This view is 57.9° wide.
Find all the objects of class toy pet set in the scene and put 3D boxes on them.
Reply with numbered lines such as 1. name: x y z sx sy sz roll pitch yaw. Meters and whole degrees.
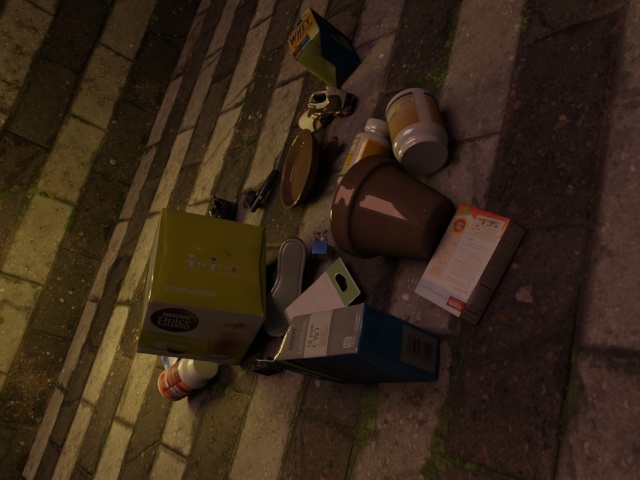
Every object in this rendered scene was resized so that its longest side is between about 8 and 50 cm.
1. toy pet set: 0.000 0.000 1.734 0.122 0.065 0.114 -22 52 46

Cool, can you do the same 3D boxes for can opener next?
1. can opener: -0.213 -0.185 2.151 0.186 0.073 0.059 -53 26 0

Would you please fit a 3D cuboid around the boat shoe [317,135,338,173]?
1. boat shoe: 0.017 -0.282 1.914 0.152 0.056 0.049 -45 11 39

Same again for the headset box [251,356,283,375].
1. headset box: -0.153 0.370 1.701 0.083 0.062 0.032 -27 49 41

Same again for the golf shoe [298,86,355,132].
1. golf shoe: -0.003 -0.461 1.994 0.273 0.120 0.105 -18 57 49

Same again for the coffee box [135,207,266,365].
1. coffee box: -0.372 0.152 1.814 0.334 0.337 0.338 121 153 -48

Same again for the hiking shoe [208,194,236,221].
1. hiking shoe: -0.396 -0.073 2.269 0.086 0.114 0.227 -39 41 33

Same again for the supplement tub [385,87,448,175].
1. supplement tub: 0.252 -0.283 1.509 0.144 0.144 0.200 -37 42 34

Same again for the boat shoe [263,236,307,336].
1. boat shoe: -0.097 0.141 1.754 0.091 0.114 0.303 -22 -50 -84

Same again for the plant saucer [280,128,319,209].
1. plant saucer: -0.068 -0.236 1.945 0.278 0.041 0.278 -167 90 -69

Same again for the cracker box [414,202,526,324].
1. cracker box: 0.324 0.048 1.267 0.232 0.067 0.155 -62 33 2

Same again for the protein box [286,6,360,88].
1. protein box: 0.008 -0.680 2.046 0.136 0.199 0.201 -45 38 25

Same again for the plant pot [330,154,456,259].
1. plant pot: 0.192 -0.056 1.391 0.229 0.263 0.263 22 86 37

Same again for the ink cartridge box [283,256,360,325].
1. ink cartridge box: 0.013 0.183 1.609 0.235 0.056 0.171 -43 38 11

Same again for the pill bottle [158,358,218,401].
1. pill bottle: -0.455 0.465 1.993 0.221 0.121 0.121 -35 43 36

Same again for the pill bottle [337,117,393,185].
1. pill bottle: 0.138 -0.237 1.658 0.117 0.117 0.208 14 80 56

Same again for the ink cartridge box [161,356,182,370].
1. ink cartridge box: -0.503 0.342 2.191 0.311 0.065 0.186 -57 34 6

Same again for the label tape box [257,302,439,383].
1. label tape box: 0.058 0.249 1.328 0.347 0.249 0.115 -16 57 48
